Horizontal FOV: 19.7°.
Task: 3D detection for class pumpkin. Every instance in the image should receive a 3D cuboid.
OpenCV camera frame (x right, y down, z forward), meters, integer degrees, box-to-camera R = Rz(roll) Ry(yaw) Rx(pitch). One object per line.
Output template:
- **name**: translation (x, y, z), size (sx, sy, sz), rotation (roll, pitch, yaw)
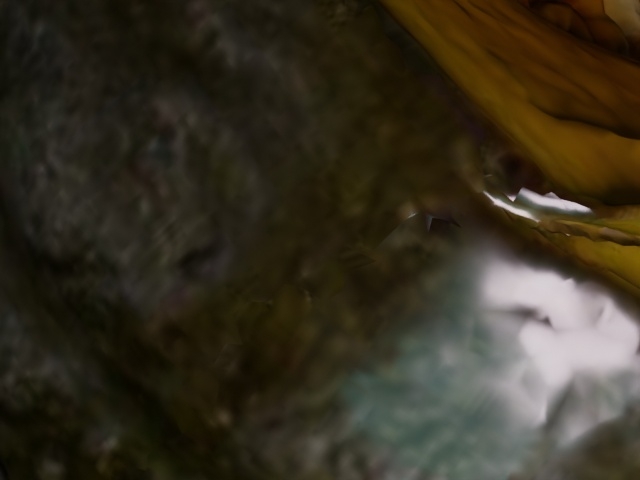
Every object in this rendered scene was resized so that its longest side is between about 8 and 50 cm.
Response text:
- **pumpkin**: translation (0.000, 0.000, 0.538), size (0.303, 0.256, 0.225), rotation (40, 121, 9)
